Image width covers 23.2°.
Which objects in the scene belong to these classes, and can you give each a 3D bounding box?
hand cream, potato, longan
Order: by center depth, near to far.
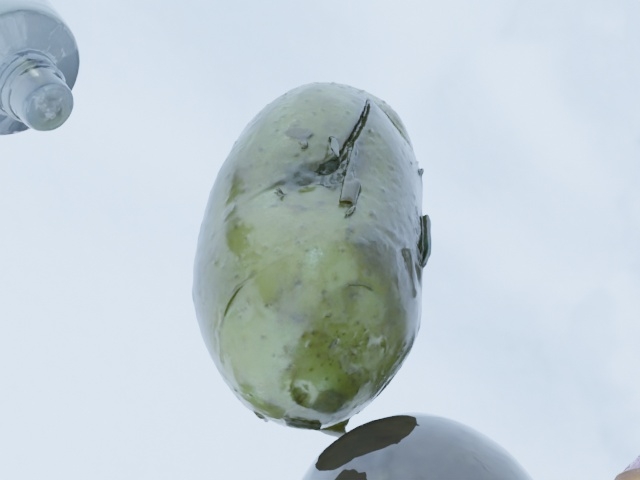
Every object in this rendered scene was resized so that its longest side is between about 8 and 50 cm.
[{"bbox_3d":[0.056,0.190,0.841,0.159,0.204,0.184,-14,103,6],"label":"longan"},{"bbox_3d":[-0.239,-0.151,0.941,0.124,0.341,0.077,-21,130,-27],"label":"hand cream"},{"bbox_3d":[0.000,0.000,0.979,0.144,0.248,0.169,11,133,4],"label":"potato"}]

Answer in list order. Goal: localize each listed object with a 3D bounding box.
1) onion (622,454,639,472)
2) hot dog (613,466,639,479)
[{"bbox_3d":[0.477,0.366,1.690,0.358,0.345,0.358,0,94,6],"label":"onion"},{"bbox_3d":[0.306,0.257,1.070,0.269,0.115,0.072,33,152,8],"label":"hot dog"}]
